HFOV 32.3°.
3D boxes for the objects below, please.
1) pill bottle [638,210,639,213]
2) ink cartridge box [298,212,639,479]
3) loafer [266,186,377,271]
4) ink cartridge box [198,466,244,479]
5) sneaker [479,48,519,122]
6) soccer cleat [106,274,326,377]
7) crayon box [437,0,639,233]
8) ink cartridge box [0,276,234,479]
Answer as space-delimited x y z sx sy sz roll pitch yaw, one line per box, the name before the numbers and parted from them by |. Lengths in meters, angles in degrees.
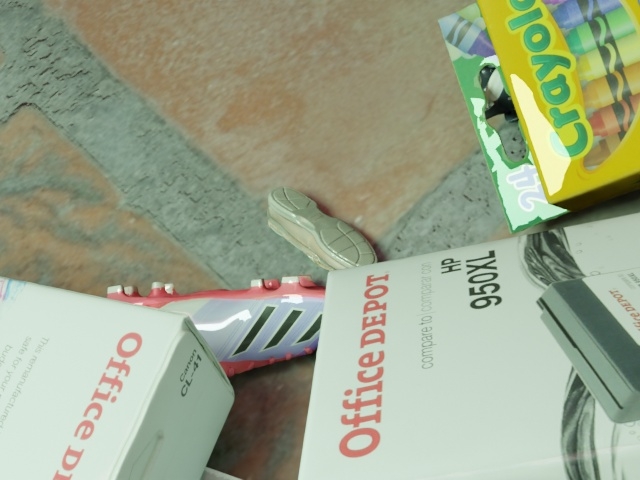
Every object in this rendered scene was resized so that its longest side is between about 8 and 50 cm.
pill bottle | 0.317 -0.036 0.869 0.137 0.078 0.078 -45 58 -12
ink cartridge box | 0.198 0.111 0.692 0.395 0.166 0.285 -11 23 10
loafer | 0.000 0.000 0.970 0.045 0.039 0.125 -24 52 -40
ink cartridge box | -0.153 0.287 0.821 0.296 0.066 0.261 14 64 23
sneaker | 0.215 -0.144 0.956 0.235 0.094 0.153 36 76 31
soccer cleat | -0.068 0.079 0.924 0.248 0.083 0.095 -2 89 9
crayon box | 0.249 -0.154 0.830 0.323 0.083 0.203 -22 78 23
ink cartridge box | -0.251 0.149 0.816 0.306 0.131 0.226 11 61 21
